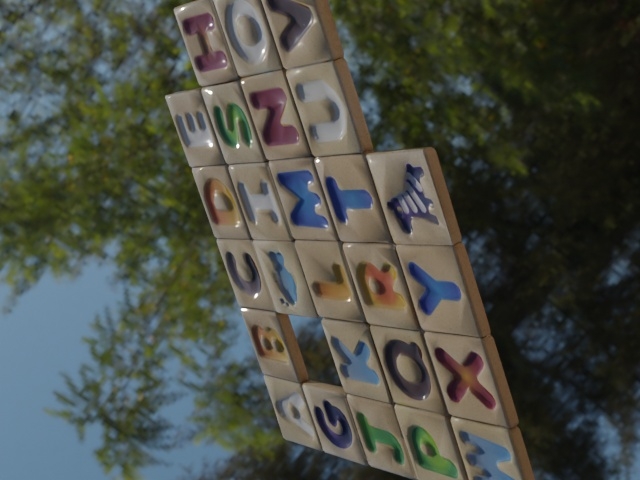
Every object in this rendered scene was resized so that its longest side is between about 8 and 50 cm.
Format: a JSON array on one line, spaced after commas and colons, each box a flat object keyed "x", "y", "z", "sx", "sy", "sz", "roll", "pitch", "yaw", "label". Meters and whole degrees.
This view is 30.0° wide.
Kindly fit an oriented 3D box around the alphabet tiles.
[{"x": 0.000, "y": 0.000, "z": 0.539, "sx": 0.009, "sy": 0.237, "sz": 0.198, "roll": -26, "pitch": -166, "yaw": -29, "label": "alphabet tiles"}]
